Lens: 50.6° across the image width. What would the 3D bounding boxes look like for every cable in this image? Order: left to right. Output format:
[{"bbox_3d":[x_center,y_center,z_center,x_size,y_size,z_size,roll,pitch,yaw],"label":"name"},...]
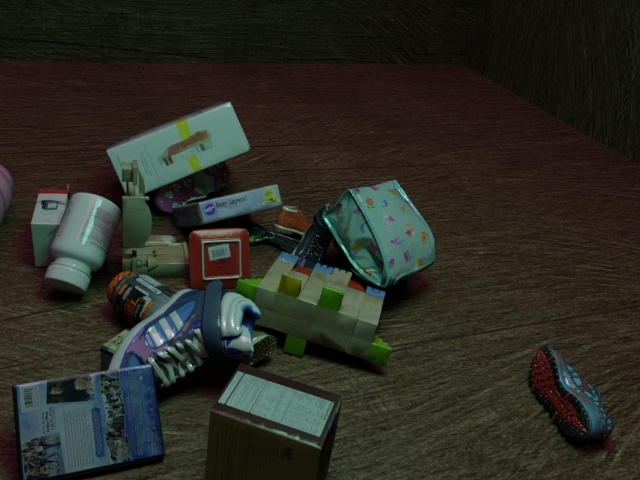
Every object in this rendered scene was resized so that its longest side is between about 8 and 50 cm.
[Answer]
[{"bbox_3d":[-0.166,-0.003,1.989,0.287,0.072,0.139,20,13,-5],"label":"cable"}]

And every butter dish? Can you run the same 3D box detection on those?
[{"bbox_3d":[-0.274,0.042,1.796,0.160,0.160,0.118,-3,9,-19],"label":"butter dish"}]

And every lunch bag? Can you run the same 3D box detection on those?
[{"bbox_3d":[0.167,-0.010,1.788,0.223,0.160,0.262,-17,71,-46],"label":"lunch bag"}]

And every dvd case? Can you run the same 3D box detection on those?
[{"bbox_3d":[-0.427,0.337,1.252,0.253,0.022,0.180,-5,72,-23],"label":"dvd case"}]

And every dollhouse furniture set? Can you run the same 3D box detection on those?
[{"bbox_3d":[-0.421,-0.087,1.739,0.174,0.355,0.303,0,31,-17],"label":"dollhouse furniture set"}]

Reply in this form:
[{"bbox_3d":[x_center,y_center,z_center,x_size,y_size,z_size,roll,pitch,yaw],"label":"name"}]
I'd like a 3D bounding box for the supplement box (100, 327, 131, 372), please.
[{"bbox_3d":[-0.418,0.249,1.441,0.056,0.083,0.083,22,33,21],"label":"supplement box"}]

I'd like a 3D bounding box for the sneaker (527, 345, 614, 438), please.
[{"bbox_3d":[0.570,0.354,1.545,0.125,0.104,0.262,17,31,-21],"label":"sneaker"}]

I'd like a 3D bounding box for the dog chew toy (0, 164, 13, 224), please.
[{"bbox_3d":[-0.935,-0.120,1.825,0.206,0.206,0.332,5,23,-7],"label":"dog chew toy"}]

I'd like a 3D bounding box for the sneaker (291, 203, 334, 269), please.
[{"bbox_3d":[-0.001,-0.001,1.865,0.086,0.163,0.226,31,43,-14],"label":"sneaker"}]

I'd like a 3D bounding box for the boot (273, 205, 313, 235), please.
[{"bbox_3d":[-0.062,-0.059,2.033,0.158,0.084,0.059,9,12,-41],"label":"boot"}]

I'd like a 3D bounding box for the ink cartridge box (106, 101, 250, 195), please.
[{"bbox_3d":[-0.433,-0.284,2.060,0.385,0.160,0.279,-23,16,-9],"label":"ink cartridge box"}]

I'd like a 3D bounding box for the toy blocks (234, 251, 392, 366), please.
[{"bbox_3d":[0.005,0.147,1.663,0.381,0.191,0.261,18,21,5],"label":"toy blocks"}]

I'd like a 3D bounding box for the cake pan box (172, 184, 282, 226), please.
[{"bbox_3d":[-0.274,-0.097,1.953,0.246,0.070,0.267,-14,5,-26],"label":"cake pan box"}]

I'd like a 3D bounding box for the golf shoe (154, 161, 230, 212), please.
[{"bbox_3d":[-0.422,-0.165,2.140,0.140,0.115,0.306,-1,24,38],"label":"golf shoe"}]

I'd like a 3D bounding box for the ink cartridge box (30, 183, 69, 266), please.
[{"bbox_3d":[-0.714,-0.046,1.808,0.078,0.134,0.231,-1,31,-15],"label":"ink cartridge box"}]

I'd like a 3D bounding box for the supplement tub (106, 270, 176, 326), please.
[{"bbox_3d":[-0.402,0.151,1.578,0.190,0.117,0.117,26,35,28],"label":"supplement tub"}]

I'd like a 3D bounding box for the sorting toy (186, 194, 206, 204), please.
[{"bbox_3d":[-0.377,-0.121,2.045,0.062,0.012,0.083,-17,-4,-15],"label":"sorting toy"}]

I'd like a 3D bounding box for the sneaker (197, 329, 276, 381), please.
[{"bbox_3d":[-0.199,0.254,1.523,0.192,0.064,0.086,-22,22,-29],"label":"sneaker"}]

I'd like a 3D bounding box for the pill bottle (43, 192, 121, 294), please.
[{"bbox_3d":[-0.590,0.009,1.669,0.131,0.131,0.229,12,66,4],"label":"pill bottle"}]

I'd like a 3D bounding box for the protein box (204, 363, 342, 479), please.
[{"bbox_3d":[-0.085,0.364,1.222,0.201,0.200,0.136,16,31,11],"label":"protein box"}]

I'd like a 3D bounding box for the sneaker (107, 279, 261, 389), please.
[{"bbox_3d":[-0.261,0.222,1.390,0.236,0.130,0.323,5,40,31],"label":"sneaker"}]

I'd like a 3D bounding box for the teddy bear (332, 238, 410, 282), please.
[{"bbox_3d":[0.144,0.008,1.971,0.245,0.113,0.338,8,31,-6],"label":"teddy bear"}]
